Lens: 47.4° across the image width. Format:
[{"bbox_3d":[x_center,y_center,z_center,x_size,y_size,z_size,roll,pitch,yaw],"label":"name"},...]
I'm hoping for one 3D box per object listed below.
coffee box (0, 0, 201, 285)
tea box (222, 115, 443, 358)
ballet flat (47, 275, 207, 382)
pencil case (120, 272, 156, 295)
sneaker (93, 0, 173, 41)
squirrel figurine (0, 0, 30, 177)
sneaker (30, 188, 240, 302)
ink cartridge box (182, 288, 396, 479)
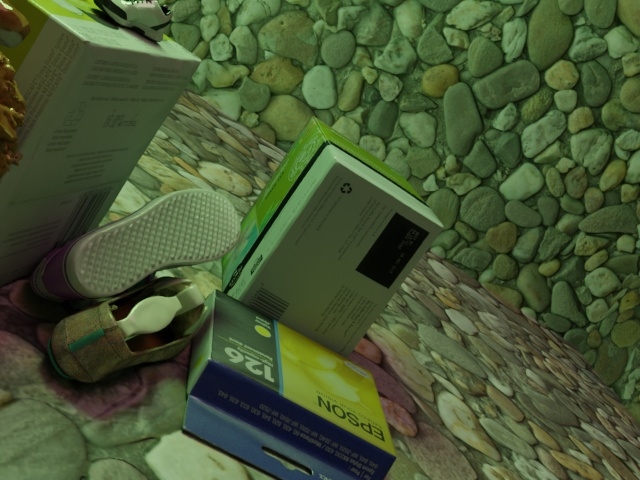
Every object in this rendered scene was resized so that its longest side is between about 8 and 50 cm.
[{"bbox_3d":[-0.413,-0.179,0.871,0.334,0.338,0.337,36,13,2],"label":"coffee box"},{"bbox_3d":[0.000,0.000,1.285,0.220,0.329,0.323,31,13,-17],"label":"tea box"},{"bbox_3d":[-0.205,0.099,0.915,0.107,0.106,0.316,58,17,0],"label":"ballet flat"},{"bbox_3d":[-0.270,0.030,1.083,0.064,0.070,0.151,47,11,-14],"label":"pencil case"},{"bbox_3d":[-0.212,-0.264,0.831,0.040,0.043,0.109,45,18,20],"label":"sneaker"},{"bbox_3d":[-0.379,-0.149,0.507,0.281,0.371,0.397,63,6,6],"label":"squirrel figurine"},{"bbox_3d":[-0.246,0.007,0.964,0.282,0.161,0.102,-20,93,-48],"label":"sneaker"},{"bbox_3d":[-0.039,0.217,1.022,0.304,0.072,0.307,32,12,-17],"label":"ink cartridge box"}]
